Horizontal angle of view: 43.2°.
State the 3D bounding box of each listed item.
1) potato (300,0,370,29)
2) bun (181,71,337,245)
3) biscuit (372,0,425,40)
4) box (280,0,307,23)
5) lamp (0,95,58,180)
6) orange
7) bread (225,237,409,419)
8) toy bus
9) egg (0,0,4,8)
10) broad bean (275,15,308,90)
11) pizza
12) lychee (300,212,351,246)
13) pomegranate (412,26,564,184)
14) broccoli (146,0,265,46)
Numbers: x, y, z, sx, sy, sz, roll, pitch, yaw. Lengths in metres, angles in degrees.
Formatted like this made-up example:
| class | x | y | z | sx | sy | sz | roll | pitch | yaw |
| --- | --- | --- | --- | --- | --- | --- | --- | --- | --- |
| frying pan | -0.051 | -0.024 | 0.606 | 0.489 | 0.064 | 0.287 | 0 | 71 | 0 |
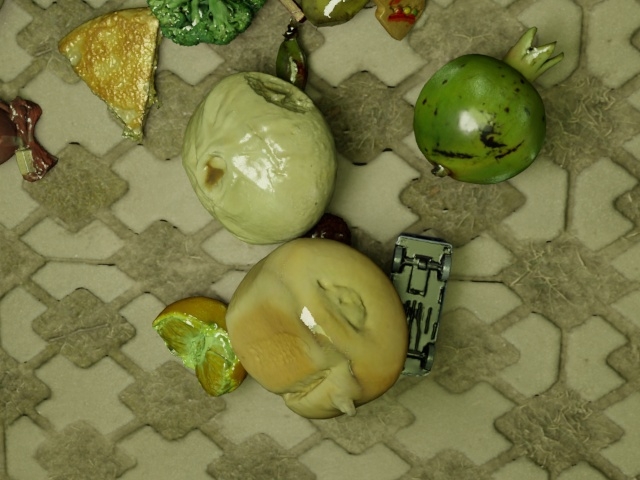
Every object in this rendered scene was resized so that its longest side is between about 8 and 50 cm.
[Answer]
| class | x | y | z | sx | sy | sz | roll | pitch | yaw |
| --- | --- | --- | --- | --- | --- | --- | --- | --- | --- |
| potato | 0.053 | -0.536 | 1.631 | 0.149 | 0.113 | 0.251 | 40 | 109 | 23 |
| bun | -0.150 | -0.160 | 1.636 | 0.364 | 0.202 | 0.364 | 11 | 108 | 39 |
| biscuit | 0.165 | -0.513 | 1.605 | 0.041 | 0.212 | 0.238 | 32 | 134 | 41 |
| box | -0.062 | -0.494 | 1.693 | 0.023 | 0.051 | 0.082 | -40 | 92 | 15 |
| lamp | -0.729 | -0.222 | 1.801 | 0.223 | 0.151 | 0.215 | -9 | 102 | 9 |
| orange | -0.244 | 0.217 | 1.785 | 0.237 | 0.158 | 0.179 | 43 | 145 | 5 |
| bread | -0.007 | 0.171 | 1.625 | 0.348 | 0.253 | 0.376 | 51 | 144 | 3 |
| toy bus | 0.196 | 0.134 | 1.721 | 0.126 | 0.133 | 0.292 | 9 | 99 | 2 |
| egg | -0.781 | -0.540 | 1.735 | 0.242 | 0.186 | 0.186 | -44 | 91 | 4 |
| broad bean | -0.071 | -0.302 | 1.721 | 0.077 | 0.061 | 0.338 | 16 | 102 | 27 |
| pizza | -0.439 | -0.355 | 1.773 | 0.280 | 0.075 | 0.287 | -6 | 101 | 14 |
| lychee | -0.001 | -0.003 | 1.738 | 0.129 | 0.123 | 0.123 | 15 | 103 | 35 |
| pomegranate | 0.334 | -0.259 | 1.580 | 0.260 | 0.260 | 0.340 | 39 | 100 | 1 |
| broccoli | -0.228 | -0.521 | 1.611 | 0.270 | 0.270 | 0.269 | -2 | 95 | -17 |
